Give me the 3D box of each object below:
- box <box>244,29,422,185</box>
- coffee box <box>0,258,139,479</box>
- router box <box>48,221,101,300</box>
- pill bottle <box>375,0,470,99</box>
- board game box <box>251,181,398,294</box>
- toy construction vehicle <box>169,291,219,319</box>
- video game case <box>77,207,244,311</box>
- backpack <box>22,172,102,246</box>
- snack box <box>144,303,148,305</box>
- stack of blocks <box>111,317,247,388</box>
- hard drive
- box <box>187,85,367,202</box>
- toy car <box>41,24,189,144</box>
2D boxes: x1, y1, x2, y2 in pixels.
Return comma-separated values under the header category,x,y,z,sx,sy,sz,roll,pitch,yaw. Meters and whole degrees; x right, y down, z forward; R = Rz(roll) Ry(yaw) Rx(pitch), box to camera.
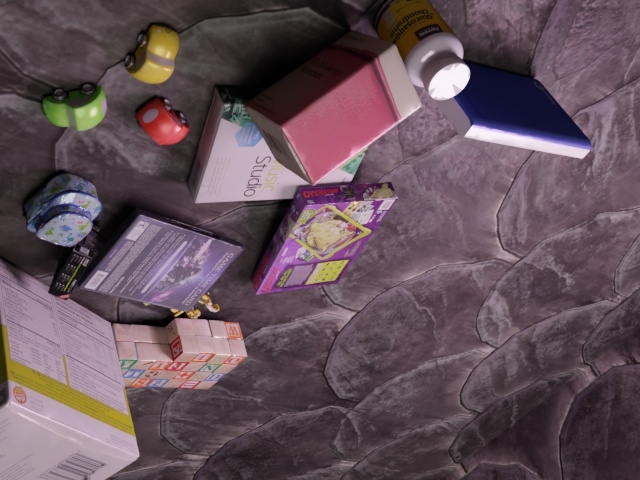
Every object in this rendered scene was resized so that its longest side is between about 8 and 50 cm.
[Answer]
category,x,y,z,sx,sy,sz,roll,pitch,yaw
box,0.020,-0.220,1.357,0.232,0.149,0.126,-38,124,-11
coffee box,-0.593,0.295,1.529,0.338,0.334,0.338,-32,142,10
router box,-0.444,0.035,1.501,0.038,0.092,0.122,26,124,-21
pill bottle,0.170,-0.317,1.363,0.103,0.184,0.103,-18,144,-13
board game box,0.000,0.000,1.733,0.208,0.056,0.347,-10,152,-29
toy construction vehicle,-0.275,0.146,1.803,0.086,0.035,0.098,-30,145,6
video game case,-0.301,0.046,1.600,0.196,0.026,0.274,-47,144,19
backpack,-0.432,-0.049,1.412,0.114,0.084,0.105,-42,144,17
snack box,-0.314,0.065,1.672,0.141,0.037,0.100,-28,144,-1
stack of blocks,-0.335,0.249,1.830,0.297,0.087,0.171,10,140,-40
hard drive,0.336,-0.250,1.533,0.319,0.210,0.040,4,134,-36
box,-0.063,-0.172,1.513,0.322,0.058,0.232,-6,140,-29
toy car,-0.317,-0.213,1.301,0.225,0.053,0.239,-15,143,-16
